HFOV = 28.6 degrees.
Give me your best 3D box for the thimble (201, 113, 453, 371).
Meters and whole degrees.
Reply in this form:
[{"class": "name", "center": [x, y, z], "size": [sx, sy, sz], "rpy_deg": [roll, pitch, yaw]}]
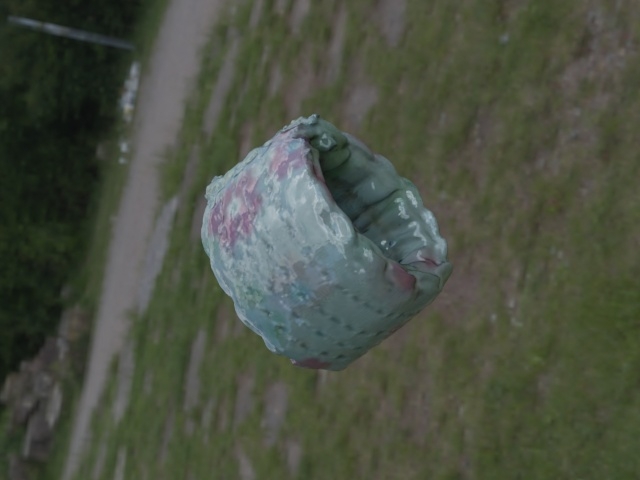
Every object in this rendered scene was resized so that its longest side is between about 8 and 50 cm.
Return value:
[{"class": "thimble", "center": [0.000, 0.000, 1.109], "size": [0.149, 0.211, 0.185], "rpy_deg": [-39, 1, 28]}]
